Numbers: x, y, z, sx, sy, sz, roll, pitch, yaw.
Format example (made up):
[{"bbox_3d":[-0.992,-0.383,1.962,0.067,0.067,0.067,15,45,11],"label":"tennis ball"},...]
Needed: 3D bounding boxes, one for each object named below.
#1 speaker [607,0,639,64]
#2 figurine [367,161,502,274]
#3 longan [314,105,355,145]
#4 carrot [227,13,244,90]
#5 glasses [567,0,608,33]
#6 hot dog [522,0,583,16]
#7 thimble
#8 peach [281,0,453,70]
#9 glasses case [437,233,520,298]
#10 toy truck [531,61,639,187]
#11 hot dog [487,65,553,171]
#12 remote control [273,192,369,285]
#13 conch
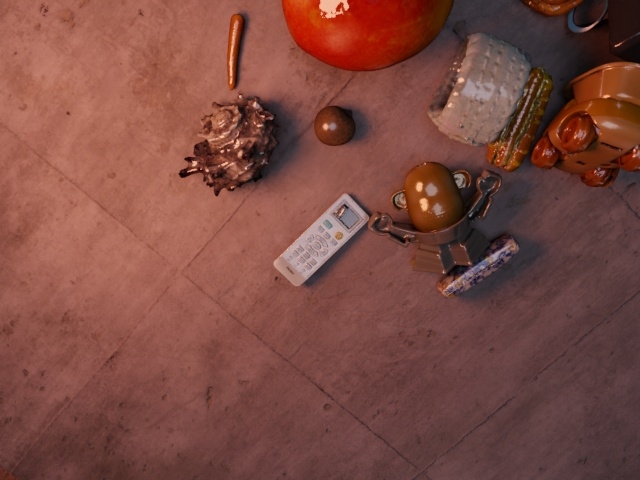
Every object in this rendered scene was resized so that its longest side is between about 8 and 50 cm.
[{"bbox_3d":[0.813,-0.468,1.069,0.387,0.184,0.180,6,81,-29],"label":"speaker"},{"bbox_3d":[0.309,-0.068,1.297,0.342,0.167,0.285,-30,111,-10],"label":"figurine"},{"bbox_3d":[0.039,-0.300,1.288,0.113,0.092,0.114,0,93,-1],"label":"longan"},{"bbox_3d":[-0.225,-0.487,1.286,0.037,0.037,0.190,11,110,1],"label":"carrot"},{"bbox_3d":[0.726,-0.561,1.155,0.206,0.102,0.239,30,123,-12],"label":"glasses"},{"bbox_3d":[0.582,-0.669,1.136,0.196,0.122,0.272,38,107,4],"label":"hot dog"},{"bbox_3d":[0.376,-0.359,1.189,0.171,0.205,0.250,22,104,-2],"label":"thimble"},{"bbox_3d":[0.090,-0.554,1.090,0.387,0.388,0.389,1,106,4],"label":"peach"},{"bbox_3d":[0.434,0.072,1.368,0.248,0.087,0.065,-39,105,15],"label":"glasses case"},{"bbox_3d":[0.662,-0.265,1.177,0.204,0.288,0.212,19,81,-1],"label":"toy truck"},{"bbox_3d":[0.507,-0.309,1.268,0.114,0.072,0.269,16,107,7],"label":"hot dog"},{"bbox_3d":[0.000,0.000,1.396,0.293,0.051,0.103,-43,99,10],"label":"remote control"},{"bbox_3d":[-0.237,-0.252,1.285,0.313,0.186,0.241,-43,71,31],"label":"conch"}]
